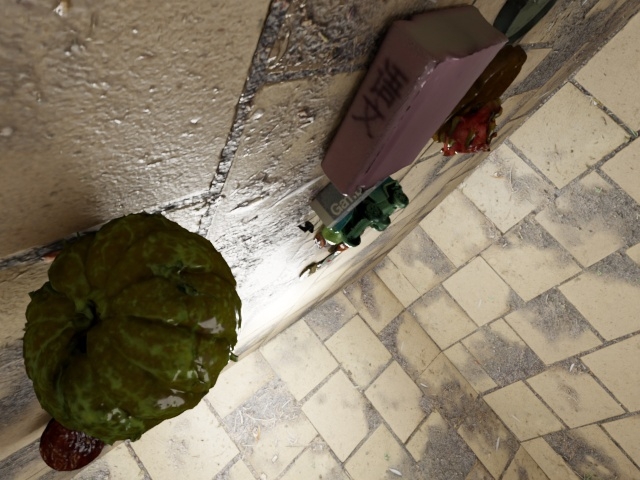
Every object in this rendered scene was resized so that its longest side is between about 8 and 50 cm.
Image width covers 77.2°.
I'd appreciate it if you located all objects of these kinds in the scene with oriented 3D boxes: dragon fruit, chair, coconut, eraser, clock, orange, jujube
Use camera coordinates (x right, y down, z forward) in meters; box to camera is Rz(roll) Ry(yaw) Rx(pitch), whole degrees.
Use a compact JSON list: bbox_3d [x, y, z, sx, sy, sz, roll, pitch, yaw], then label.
[{"bbox_3d":[0.435,-0.312,1.139,0.207,0.150,0.133,-51,-166,21],"label":"dragon fruit"},{"bbox_3d":[-0.036,-0.041,1.217,0.086,0.037,0.042,-34,156,-38],"label":"chair"},{"bbox_3d":[0.048,-0.028,1.398,0.088,0.088,0.096,-24,155,-50],"label":"coconut"},{"bbox_3d":[0.174,-0.274,0.830,0.272,0.122,0.359,-33,167,-34],"label":"eraser"},{"bbox_3d":[0.500,-0.561,0.936,0.215,0.042,0.215,-37,167,-10],"label":"clock"},{"bbox_3d":[0.074,-0.134,1.079,0.212,0.092,0.046,-43,167,15],"label":"eraser"},{"bbox_3d":[-0.247,0.121,0.557,0.301,0.300,0.223,-59,152,-9],"label":"orange"},{"bbox_3d":[-0.679,0.534,1.113,0.168,0.168,0.236,-24,148,-51],"label":"jujube"}]

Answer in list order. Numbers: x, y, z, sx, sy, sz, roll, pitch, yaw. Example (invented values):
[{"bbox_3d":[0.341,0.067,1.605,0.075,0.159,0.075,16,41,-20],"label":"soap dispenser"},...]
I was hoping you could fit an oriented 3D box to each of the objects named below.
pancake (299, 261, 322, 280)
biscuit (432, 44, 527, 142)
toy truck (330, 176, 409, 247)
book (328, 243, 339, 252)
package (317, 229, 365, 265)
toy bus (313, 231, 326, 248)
[{"bbox_3d":[-0.026,0.123,1.849,0.184,0.020,0.190,-39,168,2],"label":"pancake"},{"bbox_3d":[0.456,-0.425,1.212,0.381,0.074,0.359,-29,162,-32],"label":"biscuit"},{"bbox_3d":[0.147,-0.103,1.249,0.279,0.156,0.155,-26,162,-43],"label":"toy truck"},{"bbox_3d":[0.177,-0.069,1.759,0.217,0.021,0.310,-25,161,-49],"label":"book"},{"bbox_3d":[0.098,0.036,1.763,0.232,0.040,0.166,-45,167,27],"label":"package"},{"bbox_3d":[0.000,0.000,1.474,0.043,0.031,0.110,-45,168,-8],"label":"toy bus"}]
